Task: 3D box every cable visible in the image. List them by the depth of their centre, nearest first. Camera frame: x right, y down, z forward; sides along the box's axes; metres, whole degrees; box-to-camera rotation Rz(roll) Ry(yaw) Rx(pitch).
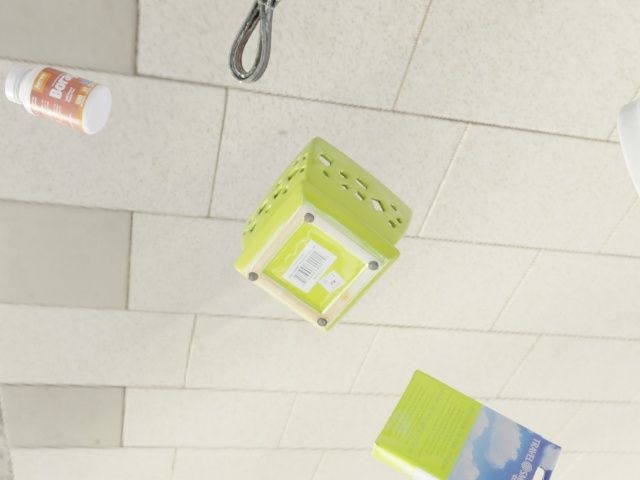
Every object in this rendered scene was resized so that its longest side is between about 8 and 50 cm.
[{"bbox_3d":[-0.078,-0.377,0.997,0.139,0.072,0.287,42,110,8],"label":"cable"}]

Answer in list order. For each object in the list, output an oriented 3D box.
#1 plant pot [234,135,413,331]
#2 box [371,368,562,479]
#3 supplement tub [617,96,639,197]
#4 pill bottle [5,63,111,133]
[{"bbox_3d":[0.000,0.000,1.113,0.227,0.207,0.228,37,115,-10],"label":"plant pot"},{"bbox_3d":[0.160,0.232,0.742,0.178,0.109,0.042,26,145,17],"label":"box"},{"bbox_3d":[0.400,-0.091,0.515,0.272,0.191,0.191,-26,134,36],"label":"supplement tub"},{"bbox_3d":[-0.619,-0.339,1.583,0.216,0.121,0.121,19,132,2],"label":"pill bottle"}]
